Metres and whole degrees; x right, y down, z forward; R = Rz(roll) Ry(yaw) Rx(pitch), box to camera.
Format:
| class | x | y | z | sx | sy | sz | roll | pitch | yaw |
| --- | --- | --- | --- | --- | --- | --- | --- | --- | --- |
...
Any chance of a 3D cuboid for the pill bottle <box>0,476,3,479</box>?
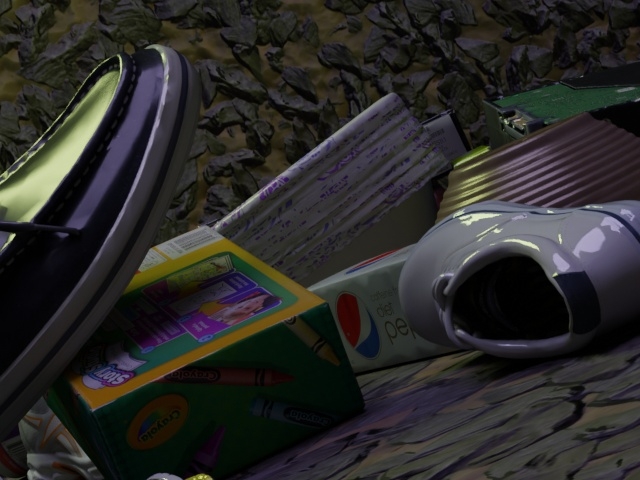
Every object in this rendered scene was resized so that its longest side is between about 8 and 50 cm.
| class | x | y | z | sx | sy | sz | roll | pitch | yaw |
| --- | --- | --- | --- | --- | --- | --- | --- | --- | --- |
| pill bottle | -0.257 | 0.191 | 1.155 | 0.152 | 0.086 | 0.086 | -26 | 2 | -29 |

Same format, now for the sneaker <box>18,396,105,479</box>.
| class | x | y | z | sx | sy | sz | roll | pitch | yaw |
| --- | --- | --- | --- | --- | --- | --- | --- | --- | --- |
| sneaker | -0.176 | 0.123 | 1.511 | 0.099 | 0.121 | 0.262 | -25 | 3 | -38 |

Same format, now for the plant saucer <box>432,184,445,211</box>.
| class | x | y | z | sx | sy | sz | roll | pitch | yaw |
| --- | --- | --- | --- | --- | --- | --- | --- | --- | --- |
| plant saucer | 0.001 | 0.040 | 2.172 | 0.332 | 0.084 | 0.332 | -25 | 1 | 1 |

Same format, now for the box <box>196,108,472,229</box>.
| class | x | y | z | sx | sy | sz | roll | pitch | yaw |
| --- | --- | --- | --- | --- | --- | --- | --- | --- | --- |
| box | 0.010 | -0.049 | 2.228 | 0.293 | 0.073 | 0.295 | -24 | 1 | -7 |

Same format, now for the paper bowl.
| class | x | y | z | sx | sy | sz | roll | pitch | yaw |
| --- | --- | --- | --- | --- | --- | --- | --- | --- | --- |
| paper bowl | 0.000 | 0.000 | 1.816 | 0.284 | 0.148 | 0.284 | -37 | 0 | 0 |

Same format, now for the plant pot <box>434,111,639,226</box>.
| class | x | y | z | sx | sy | sz | roll | pitch | yaw |
| --- | --- | --- | --- | --- | --- | --- | --- | --- | --- |
| plant pot | 0.173 | -0.027 | 1.498 | 0.237 | 0.110 | 0.237 | -25 | 2 | 1 |

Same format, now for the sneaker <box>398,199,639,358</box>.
| class | x | y | z | sx | sy | sz | roll | pitch | yaw |
| --- | --- | --- | --- | --- | --- | --- | --- | --- | --- |
| sneaker | 0.103 | 0.025 | 1.140 | 0.091 | 0.094 | 0.258 | -20 | 0 | -28 |

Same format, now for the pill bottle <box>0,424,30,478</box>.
| class | x | y | z | sx | sy | sz | roll | pitch | yaw |
| --- | --- | --- | --- | --- | --- | --- | --- | --- | --- |
| pill bottle | -0.225 | 0.141 | 1.807 | 0.193 | 0.108 | 0.108 | -24 | 2 | 16 |

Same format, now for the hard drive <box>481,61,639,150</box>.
| class | x | y | z | sx | sy | sz | roll | pitch | yaw |
| --- | --- | --- | --- | --- | --- | --- | --- | --- | --- |
| hard drive | 0.329 | -0.125 | 1.722 | 0.339 | 0.064 | 0.237 | -13 | 10 | -4 |

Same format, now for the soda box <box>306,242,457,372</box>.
| class | x | y | z | sx | sy | sz | roll | pitch | yaw |
| --- | --- | --- | --- | --- | --- | --- | --- | --- | --- |
| soda box | 0.069 | 0.042 | 1.383 | 0.069 | 0.074 | 0.216 | -26 | 2 | -28 |

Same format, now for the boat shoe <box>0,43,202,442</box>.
| class | x | y | z | sx | sy | sz | roll | pitch | yaw |
| --- | --- | --- | --- | --- | --- | --- | --- | --- | --- |
| boat shoe | -0.261 | 0.048 | 1.275 | 0.500 | 0.156 | 0.187 | -51 | 20 | -12 |

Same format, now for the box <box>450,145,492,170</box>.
| class | x | y | z | sx | sy | sz | roll | pitch | yaw |
| --- | --- | --- | --- | --- | --- | --- | --- | --- | --- |
| box | 0.160 | -0.033 | 1.785 | 0.042 | 0.109 | 0.178 | -26 | 2 | 4 |

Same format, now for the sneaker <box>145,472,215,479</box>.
| class | x | y | z | sx | sy | sz | roll | pitch | yaw |
| --- | --- | --- | --- | --- | --- | --- | --- | --- | --- |
| sneaker | -0.088 | 0.148 | 1.073 | 0.035 | 0.031 | 0.083 | -27 | 3 | -40 |

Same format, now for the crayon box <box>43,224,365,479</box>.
| class | x | y | z | sx | sy | sz | roll | pitch | yaw |
| --- | --- | --- | --- | --- | --- | --- | --- | --- | --- |
| crayon box | -0.100 | 0.079 | 1.319 | 0.165 | 0.081 | 0.278 | -25 | 18 | -14 |
